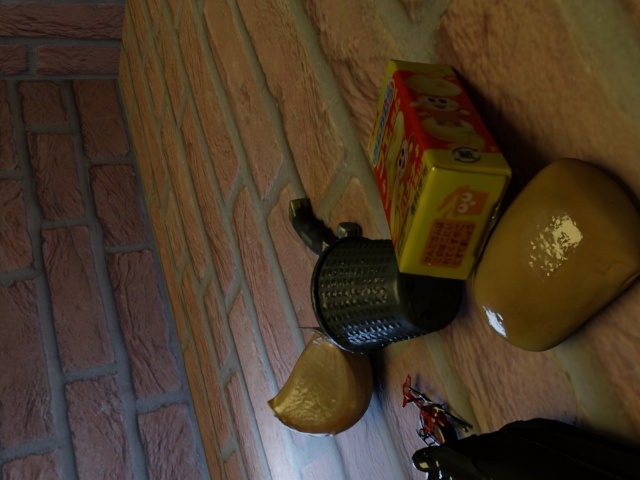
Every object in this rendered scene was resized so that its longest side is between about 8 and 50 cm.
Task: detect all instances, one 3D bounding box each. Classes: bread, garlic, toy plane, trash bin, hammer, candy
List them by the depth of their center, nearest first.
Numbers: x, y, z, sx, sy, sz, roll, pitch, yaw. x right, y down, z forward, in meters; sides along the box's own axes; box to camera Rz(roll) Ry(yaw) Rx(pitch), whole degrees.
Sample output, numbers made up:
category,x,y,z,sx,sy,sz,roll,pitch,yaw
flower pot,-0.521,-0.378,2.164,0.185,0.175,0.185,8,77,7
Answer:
category,x,y,z,sx,sy,sz,roll,pitch,yaw
bread,0.228,0.021,0.686,0.217,0.098,0.147,113,146,-45
candy,0.126,-0.095,0.787,0.276,0.088,0.146,-96,13,-51
trash bin,0.102,0.069,0.911,0.161,0.176,0.175,-12,85,53
toy plane,0.159,0.253,0.965,0.145,0.037,0.060,41,128,54
garlic,0.010,0.235,1.132,0.145,0.164,0.244,-101,24,-51
hammer,0.000,0.000,1.231,0.226,0.041,0.158,48,136,50

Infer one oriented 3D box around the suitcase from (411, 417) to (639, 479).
category,x,y,z,sx,sy,sz,roll,pitch,yaw
suitcase,0.250,0.366,0.621,0.339,0.188,0.344,-178,83,-66
